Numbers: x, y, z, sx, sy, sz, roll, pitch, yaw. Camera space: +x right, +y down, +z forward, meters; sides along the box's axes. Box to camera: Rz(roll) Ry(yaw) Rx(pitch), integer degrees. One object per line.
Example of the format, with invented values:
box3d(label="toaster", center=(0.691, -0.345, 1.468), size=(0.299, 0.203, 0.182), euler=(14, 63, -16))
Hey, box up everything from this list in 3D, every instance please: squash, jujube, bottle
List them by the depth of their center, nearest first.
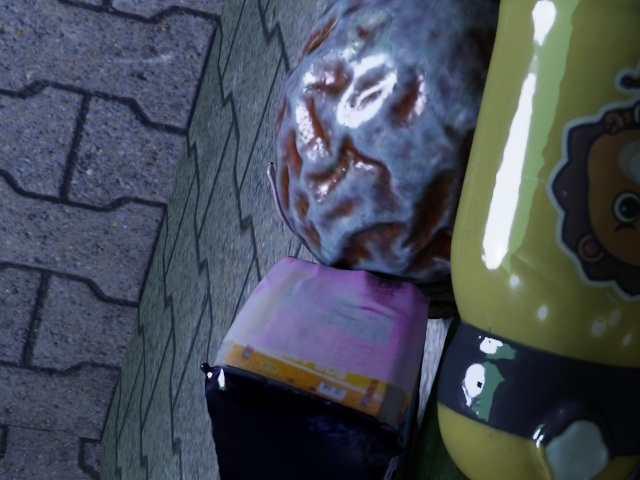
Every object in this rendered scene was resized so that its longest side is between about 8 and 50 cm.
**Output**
box3d(label="bottle", center=(0.172, 0.001, 0.901), size=(0.171, 0.171, 0.351), euler=(-148, 68, -75))
box3d(label="jujube", center=(0.087, -0.093, 1.131), size=(0.308, 0.246, 0.215), euler=(99, -163, -48))
box3d(label="squash", center=(0.124, 0.137, 1.161), size=(0.077, 0.068, 0.219), euler=(-25, -49, -70))

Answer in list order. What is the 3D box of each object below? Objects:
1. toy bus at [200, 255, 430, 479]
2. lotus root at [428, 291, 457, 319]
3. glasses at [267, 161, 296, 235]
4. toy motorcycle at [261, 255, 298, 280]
box3d(label="toy bus", center=(0.012, 0.173, 1.241), size=(0.386, 0.171, 0.162), euler=(89, -154, -58))
box3d(label="lotus root", center=(0.055, -0.062, 1.398), size=(0.142, 0.210, 0.314), euler=(-42, 25, 49))
box3d(label="glasses", center=(0.006, 0.005, 1.541), size=(0.255, 0.095, 0.162), euler=(65, -161, -59))
box3d(label="toy motorcycle", center=(0.015, 0.084, 1.422), size=(0.058, 0.173, 0.100), euler=(159, 129, -73))
